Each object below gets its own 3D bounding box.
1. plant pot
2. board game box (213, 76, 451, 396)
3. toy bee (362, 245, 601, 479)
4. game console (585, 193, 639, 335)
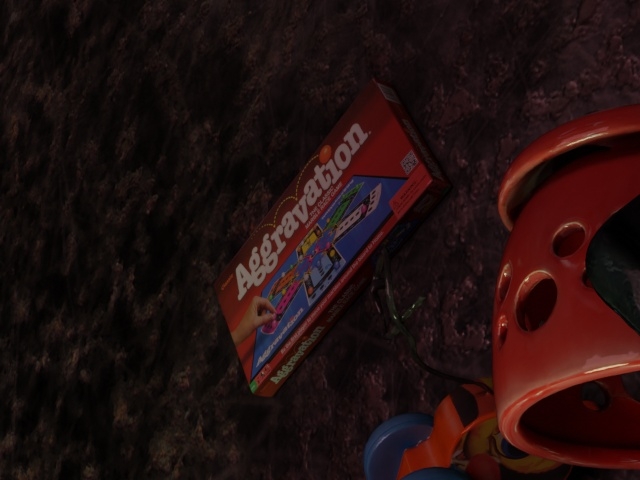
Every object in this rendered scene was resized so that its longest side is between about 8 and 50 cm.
[{"bbox_3d":[0.195,0.026,0.656,0.191,0.191,0.174,-27,52,44],"label":"plant pot"},{"bbox_3d":[0.000,0.000,1.041,0.281,0.027,0.145,-51,42,28],"label":"board game box"},{"bbox_3d":[0.113,0.164,0.754,0.195,0.162,0.298,-96,8,-49],"label":"toy bee"},{"bbox_3d":[0.283,-0.077,0.556,0.361,0.044,0.213,-37,41,-4],"label":"game console"}]
